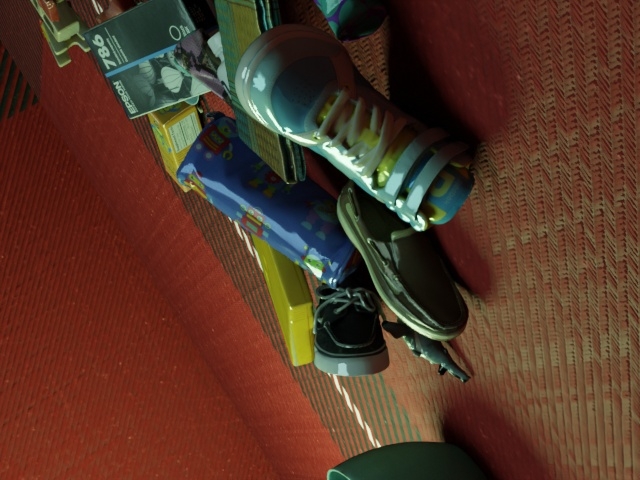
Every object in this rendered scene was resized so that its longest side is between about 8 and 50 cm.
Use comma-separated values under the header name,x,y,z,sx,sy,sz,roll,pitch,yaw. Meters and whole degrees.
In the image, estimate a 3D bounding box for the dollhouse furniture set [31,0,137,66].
name,x,y,z,sx,sy,sz,roll,pitch,yaw
dollhouse furniture set,-0.403,-0.450,1.900,0.152,0.201,0.374,57,169,0

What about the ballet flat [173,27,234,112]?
name,x,y,z,sx,sy,sz,roll,pitch,yaw
ballet flat,-0.115,-0.228,1.667,0.221,0.077,0.079,40,122,-17

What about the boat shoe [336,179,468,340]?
name,x,y,z,sx,sy,sz,roll,pitch,yaw
boat shoe,0.106,0.015,1.488,0.257,0.095,0.095,51,155,21

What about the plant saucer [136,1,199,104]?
name,x,y,z,sx,sy,sz,roll,pitch,yaw
plant saucer,-0.249,-0.327,1.938,0.195,0.037,0.195,49,160,25

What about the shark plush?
name,x,y,z,sx,sy,sz,roll,pitch,yaw
shark plush,0.155,0.142,1.635,0.067,0.073,0.161,-43,71,40

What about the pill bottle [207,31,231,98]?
name,x,y,z,sx,sy,sz,roll,pitch,yaw
pill bottle,-0.086,-0.223,1.585,0.169,0.094,0.094,59,162,-4

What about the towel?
name,x,y,z,sx,sy,sz,roll,pitch,yaw
towel,-0.089,-0.276,1.384,0.271,0.040,0.370,-132,30,-65

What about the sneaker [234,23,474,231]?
name,x,y,z,sx,sy,sz,roll,pitch,yaw
sneaker,0.059,-0.115,1.231,0.208,0.127,0.319,39,-172,34

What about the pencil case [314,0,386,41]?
name,x,y,z,sx,sy,sz,roll,pitch,yaw
pencil case,0.006,-0.293,1.269,0.070,0.064,0.152,-43,77,37

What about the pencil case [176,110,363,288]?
name,x,y,z,sx,sy,sz,roll,pitch,yaw
pencil case,-0.061,-0.060,1.644,0.306,0.133,0.119,35,143,9

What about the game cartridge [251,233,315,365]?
name,x,y,z,sx,sy,sz,roll,pitch,yaw
game cartridge,-0.067,0.031,1.869,0.324,0.052,0.285,93,159,-68

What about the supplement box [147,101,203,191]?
name,x,y,z,sx,sy,sz,roll,pitch,yaw
supplement box,-0.263,-0.192,2.114,0.078,0.080,0.233,48,162,26

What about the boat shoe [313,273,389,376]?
name,x,y,z,sx,sy,sz,roll,pitch,yaw
boat shoe,0.044,0.116,1.710,0.306,0.113,0.105,-83,-10,-76

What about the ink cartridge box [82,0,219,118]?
name,x,y,z,sx,sy,sz,roll,pitch,yaw
ink cartridge box,-0.272,-0.296,1.818,0.332,0.065,0.165,-11,113,48

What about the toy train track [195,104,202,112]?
name,x,y,z,sx,sy,sz,roll,pitch,yaw
toy train track,-0.234,-0.265,2.037,0.083,0.014,0.048,52,167,18

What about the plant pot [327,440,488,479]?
name,x,y,z,sx,sy,sz,roll,pitch,yaw
plant pot,0.173,0.442,1.850,0.290,0.195,0.290,49,160,25
